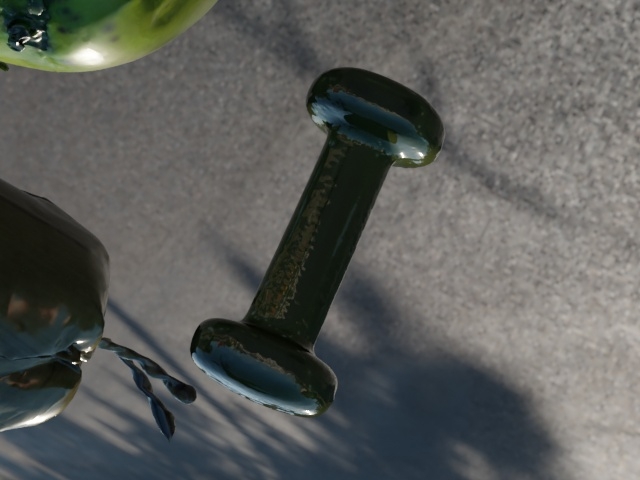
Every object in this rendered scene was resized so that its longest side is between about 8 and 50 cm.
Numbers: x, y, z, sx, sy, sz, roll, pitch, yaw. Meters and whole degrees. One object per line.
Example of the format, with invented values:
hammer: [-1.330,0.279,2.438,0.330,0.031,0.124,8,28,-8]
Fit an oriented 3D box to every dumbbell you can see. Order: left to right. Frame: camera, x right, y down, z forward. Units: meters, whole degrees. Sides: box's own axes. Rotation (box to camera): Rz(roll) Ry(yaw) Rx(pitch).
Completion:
dumbbell: [0.000,0.000,0.391,0.052,0.118,0.046,26,167,-4]

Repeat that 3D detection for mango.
mango: [-0.085,-0.138,0.459,0.119,0.178,0.100,16,139,19]

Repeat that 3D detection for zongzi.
zongzi: [-0.412,0.109,0.918,0.500,0.467,0.218,31,-156,-30]
